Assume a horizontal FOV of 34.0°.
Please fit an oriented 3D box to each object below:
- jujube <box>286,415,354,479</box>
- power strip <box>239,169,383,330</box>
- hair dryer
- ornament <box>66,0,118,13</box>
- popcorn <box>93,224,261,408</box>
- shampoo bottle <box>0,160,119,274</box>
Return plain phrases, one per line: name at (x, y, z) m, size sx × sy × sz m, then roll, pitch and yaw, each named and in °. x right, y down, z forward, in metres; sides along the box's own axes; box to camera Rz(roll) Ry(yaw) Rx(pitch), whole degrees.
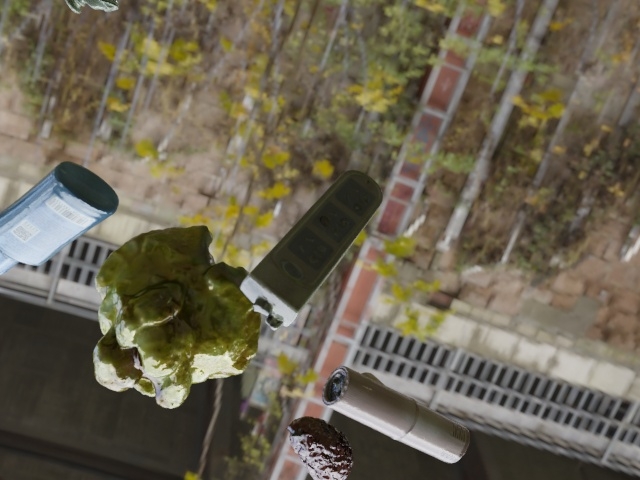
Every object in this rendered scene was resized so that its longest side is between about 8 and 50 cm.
jujube at (0.005, 0.380, 1.893) m, size 0.104 × 0.104 × 0.166 m, roll 38°, pitch 168°, yaw 41°
power strip at (-0.001, 0.001, 1.362) m, size 0.080 × 0.048 × 0.286 m, roll 41°, pitch -130°, yaw 0°
hair dryer at (0.059, 0.186, 1.319) m, size 0.195 × 0.053 × 0.220 m, roll 30°, pitch -178°, yaw -28°
ornament at (-0.289, -0.334, 1.370) m, size 0.068 × 0.092 × 0.041 m, roll 31°, pitch -172°, yaw 10°
popcorn at (-0.218, 0.123, 1.582) m, size 0.276 × 0.225 × 0.276 m, roll 3°, pitch -137°, yaw -3°
shampoo bottle at (-0.403, -0.022, 1.497) m, size 0.104 × 0.258 × 0.061 m, roll 36°, pitch -138°, yaw -30°
